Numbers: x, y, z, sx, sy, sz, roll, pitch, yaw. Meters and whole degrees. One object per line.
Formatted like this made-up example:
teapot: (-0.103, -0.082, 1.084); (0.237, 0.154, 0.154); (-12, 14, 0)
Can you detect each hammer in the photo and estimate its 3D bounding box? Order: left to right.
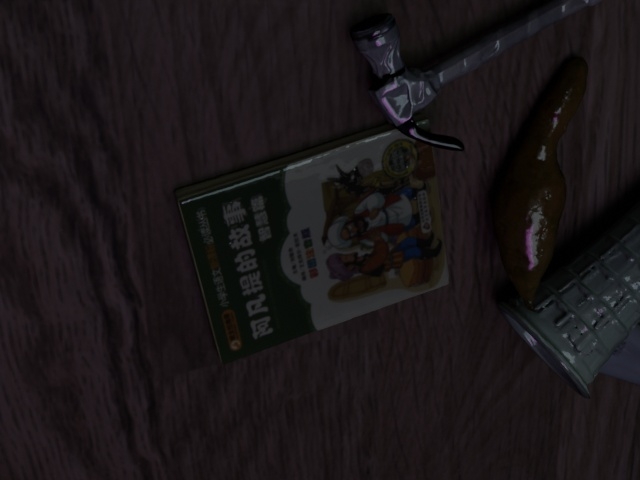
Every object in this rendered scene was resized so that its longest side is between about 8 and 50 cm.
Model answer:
hammer: (0.235, -0.237, 1.021); (0.427, 0.044, 0.152); (-32, 113, -7)

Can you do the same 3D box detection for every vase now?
vase: (0.353, 0.023, 1.164); (0.299, 0.143, 0.143); (-43, 124, 1)

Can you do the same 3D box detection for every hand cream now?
hand cream: (0.429, 0.161, 1.322); (0.255, 0.048, 0.079); (24, 100, -28)

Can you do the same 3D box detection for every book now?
book: (0.000, 0.000, 1.070); (0.264, 0.027, 0.202); (-18, 122, -12)

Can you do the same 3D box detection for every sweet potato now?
sweet potato: (0.224, -0.062, 1.103); (0.074, 0.075, 0.270); (7, 99, -25)
